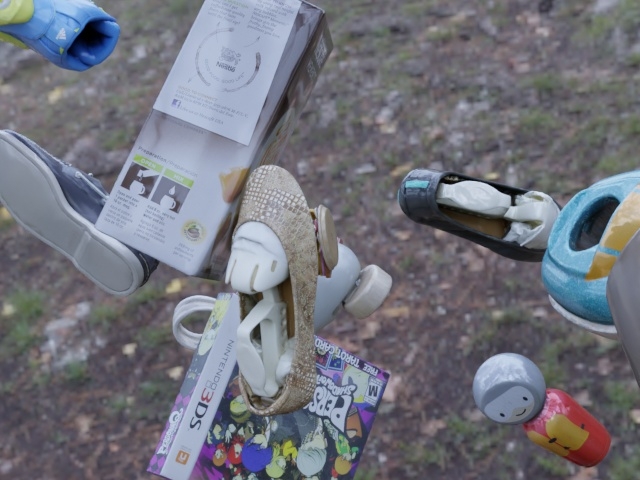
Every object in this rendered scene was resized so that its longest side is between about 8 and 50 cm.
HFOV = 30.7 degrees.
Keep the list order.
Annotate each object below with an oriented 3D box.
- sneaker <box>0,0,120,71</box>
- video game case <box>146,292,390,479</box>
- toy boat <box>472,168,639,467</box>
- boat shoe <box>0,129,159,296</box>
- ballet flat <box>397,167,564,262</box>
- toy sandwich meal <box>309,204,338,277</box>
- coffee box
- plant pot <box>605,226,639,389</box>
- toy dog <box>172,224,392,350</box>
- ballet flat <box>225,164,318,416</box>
[{"bbox_3d":[-0.247,-0.203,1.096,0.126,0.091,0.240,34,13,-5],"label":"sneaker"},{"bbox_3d":[-0.051,0.199,1.290,0.232,0.210,0.042,30,-18,-27],"label":"video game case"},{"bbox_3d":[0.272,0.055,1.117,0.318,0.148,0.267,-59,18,-12],"label":"toy boat"},{"bbox_3d":[-0.238,-0.033,1.123,0.075,0.206,0.065,-48,-3,37],"label":"boat shoe"},{"bbox_3d":[0.233,-0.030,1.486,0.280,0.095,0.096,11,-10,-23],"label":"ballet flat"},{"bbox_3d":[0.000,0.000,1.342,0.029,0.085,0.085,-9,18,11],"label":"toy sandwich meal"},{"bbox_3d":[-0.086,-0.096,1.018,0.098,0.246,0.141,26,-1,5],"label":"coffee box"},{"bbox_3d":[0.325,0.088,0.693,0.323,0.323,0.280,-18,59,-26],"label":"plant pot"},{"bbox_3d":[-0.046,0.103,1.793,0.334,0.220,0.161,-28,16,14],"label":"toy dog"},{"bbox_3d":[-0.040,0.046,0.909,0.073,0.206,0.067,4,19,34],"label":"ballet flat"}]
